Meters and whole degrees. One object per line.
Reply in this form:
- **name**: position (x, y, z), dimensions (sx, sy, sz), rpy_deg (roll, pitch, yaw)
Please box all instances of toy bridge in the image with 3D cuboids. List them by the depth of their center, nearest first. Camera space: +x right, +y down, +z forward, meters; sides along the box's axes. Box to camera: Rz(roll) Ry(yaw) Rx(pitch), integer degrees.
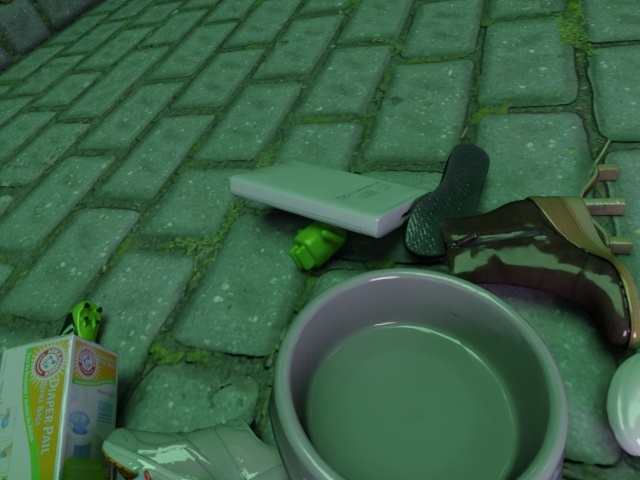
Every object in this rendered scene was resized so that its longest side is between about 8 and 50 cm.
- **toy bridge**: position (0.445, -0.053, 0.716), dimensions (0.063, 0.026, 0.188), rpy_deg (2, 48, 23)

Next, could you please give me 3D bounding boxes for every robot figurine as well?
- **robot figurine**: position (0.000, 0.000, 0.781), dimensions (0.115, 0.067, 0.101), rpy_deg (-42, 18, -21)

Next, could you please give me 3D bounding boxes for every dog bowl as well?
- **dog bowl**: position (0.104, 0.172, 0.519), dimensions (0.349, 0.102, 0.349), rpy_deg (-2, 42, 1)

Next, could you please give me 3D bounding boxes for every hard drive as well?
- **hard drive**: position (0.017, -0.087, 0.820), dimensions (0.307, 0.040, 0.203), rpy_deg (18, 27, 32)

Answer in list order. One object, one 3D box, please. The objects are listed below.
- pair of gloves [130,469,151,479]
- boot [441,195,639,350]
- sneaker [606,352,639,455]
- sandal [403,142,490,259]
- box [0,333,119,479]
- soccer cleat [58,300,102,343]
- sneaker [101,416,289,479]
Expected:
- **pair of gloves**: position (-0.229, 0.351, 0.475), dimensions (0.159, 0.023, 0.198), rpy_deg (-21, 81, -3)
- **boot**: position (0.288, 0.048, 0.625), dimensions (0.207, 0.090, 0.248), rpy_deg (-12, 51, 11)
- **sneaker**: position (0.397, 0.144, 0.481), dimensions (0.212, 0.094, 0.080), rpy_deg (-38, 88, -18)
- **sandal**: position (0.223, -0.060, 0.776), dimensions (0.097, 0.054, 0.254), rpy_deg (31, 63, 11)
- **box**: position (-0.346, 0.241, 0.595), dimensions (0.103, 0.114, 0.203), rpy_deg (-14, 60, 4)
- **soccer cleat**: position (-0.412, 0.185, 0.754), dimensions (0.072, 0.060, 0.179), rpy_deg (-30, 44, 22)
- **sneaker**: position (-0.141, 0.270, 0.562), dimensions (0.262, 0.099, 0.121), rpy_deg (12, 44, 17)
